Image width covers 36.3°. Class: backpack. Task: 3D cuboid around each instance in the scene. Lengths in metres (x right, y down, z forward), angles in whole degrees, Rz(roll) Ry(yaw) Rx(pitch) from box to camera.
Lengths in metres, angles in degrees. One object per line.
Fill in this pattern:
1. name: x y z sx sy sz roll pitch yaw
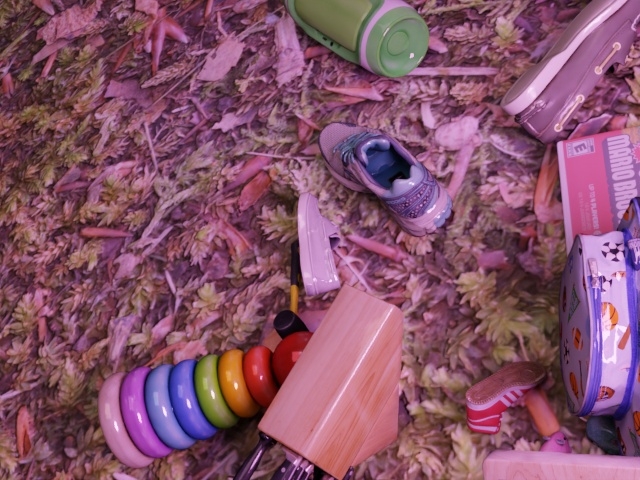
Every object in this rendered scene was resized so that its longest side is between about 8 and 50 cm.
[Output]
1. backpack: 0.361 0.107 1.032 0.213 0.276 0.263 -10 65 8

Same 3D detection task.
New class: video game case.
1. video game case: 0.448 -0.067 1.228 0.285 0.025 0.204 -10 56 21

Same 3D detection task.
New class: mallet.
1. mallet: -0.035 0.082 1.452 0.039 0.062 0.190 -18 36 18

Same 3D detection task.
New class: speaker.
1. speaker: 0.054 -0.382 1.667 0.131 0.131 0.296 -44 47 -4

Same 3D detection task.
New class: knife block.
1. knife block: -0.012 0.217 1.187 0.088 0.276 0.242 22 30 40

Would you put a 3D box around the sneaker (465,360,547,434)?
1. sneaker: 0.227 0.196 1.207 0.118 0.067 0.042 -20 39 -23

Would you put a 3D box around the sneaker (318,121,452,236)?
1. sneaker: 0.084 -0.126 1.464 0.110 0.122 0.283 -46 47 -6

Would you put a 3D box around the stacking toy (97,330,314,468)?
1. stacking toy: -0.136 0.208 1.358 0.330 0.141 0.141 -19 50 13

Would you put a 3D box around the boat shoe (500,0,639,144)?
1. boat shoe: 0.389 -0.269 1.404 0.305 0.091 0.109 -46 10 -8

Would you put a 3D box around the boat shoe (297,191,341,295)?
1. boat shoe: 0.000 0.000 1.470 0.063 0.066 0.184 -7 46 2

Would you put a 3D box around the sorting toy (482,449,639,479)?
1. sorting toy: 0.309 0.317 0.944 0.255 0.257 0.089 -4 12 32

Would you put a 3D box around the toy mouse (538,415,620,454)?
1. toy mouse: 0.301 0.240 1.128 0.161 0.031 0.143 -17 51 21
